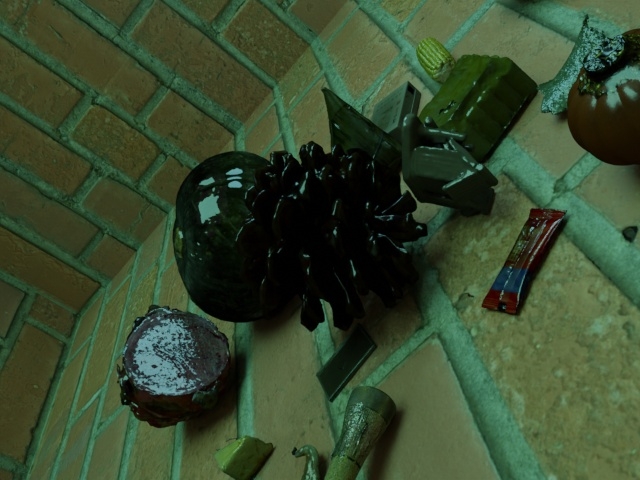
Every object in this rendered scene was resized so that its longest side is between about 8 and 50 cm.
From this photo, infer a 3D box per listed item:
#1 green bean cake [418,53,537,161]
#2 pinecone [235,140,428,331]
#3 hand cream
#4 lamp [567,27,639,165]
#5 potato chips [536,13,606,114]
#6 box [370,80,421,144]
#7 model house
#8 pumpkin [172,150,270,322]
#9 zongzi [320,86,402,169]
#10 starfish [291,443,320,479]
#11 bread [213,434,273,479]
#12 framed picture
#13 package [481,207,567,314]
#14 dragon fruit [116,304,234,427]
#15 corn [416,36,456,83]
[{"bbox_3d":[0.322,-0.296,1.519,0.236,0.124,0.233,-54,23,0],"label":"green bean cake"},{"bbox_3d":[0.027,-0.003,1.373,0.398,0.398,0.397,-42,26,26],"label":"pinecone"},{"bbox_3d":[0.058,0.344,1.145,0.084,0.084,0.203,-28,24,46],"label":"hand cream"},{"bbox_3d":[0.475,-0.216,1.021,0.223,0.197,0.223,-43,25,26],"label":"lamp"},{"bbox_3d":[0.495,-0.344,1.346,0.167,0.059,0.228,-48,22,38],"label":"potato chips"},{"bbox_3d":[0.197,-0.328,1.887,0.141,0.058,0.201,-32,31,42],"label":"box"},{"bbox_3d":[0.250,-0.131,1.315,0.188,0.229,0.122,23,80,31],"label":"model house"},{"bbox_3d":[-0.212,-0.011,1.820,0.454,0.344,0.453,177,90,-73],"label":"pumpkin"},{"bbox_3d":[0.045,-0.212,1.740,0.250,0.274,0.125,-54,16,1],"label":"zongzi"},{"bbox_3d":[-0.011,0.520,1.084,0.324,0.082,0.431,-29,31,51],"label":"starfish"},{"bbox_3d":[-0.167,0.448,1.464,0.109,0.084,0.080,-54,25,0],"label":"bread"},{"bbox_3d":[0.051,0.250,1.421,0.149,0.011,0.109,-51,24,6],"label":"framed picture"},{"bbox_3d":[0.341,0.032,1.155,0.200,0.022,0.083,-60,23,-11],"label":"package"},{"bbox_3d":[-0.376,0.359,1.817,0.314,0.297,0.262,-86,5,-47],"label":"dragon fruit"},{"bbox_3d":[0.312,-0.489,1.863,0.081,0.081,0.248,-45,24,20],"label":"corn"}]
